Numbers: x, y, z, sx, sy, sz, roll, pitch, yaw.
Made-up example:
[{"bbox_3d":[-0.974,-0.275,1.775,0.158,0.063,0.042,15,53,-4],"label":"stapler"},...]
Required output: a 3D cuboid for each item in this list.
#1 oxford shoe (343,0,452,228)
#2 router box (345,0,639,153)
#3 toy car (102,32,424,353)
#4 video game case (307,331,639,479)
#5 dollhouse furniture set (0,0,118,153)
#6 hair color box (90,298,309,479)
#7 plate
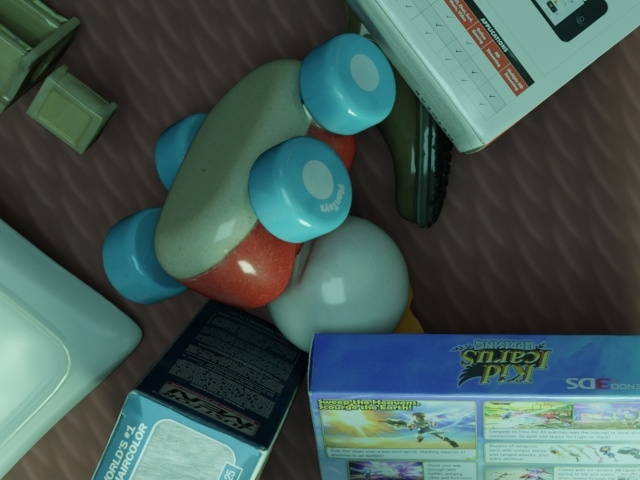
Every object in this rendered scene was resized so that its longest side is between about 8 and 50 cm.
[{"bbox_3d":[0.054,-0.119,1.473,0.096,0.083,0.227,-8,88,14],"label":"oxford shoe"},{"bbox_3d":[0.131,-0.287,1.393,0.301,0.082,0.335,-37,93,-7],"label":"router box"},{"bbox_3d":[0.000,0.000,1.433,0.238,0.210,0.219,43,139,-24],"label":"toy car"},{"bbox_3d":[0.134,0.161,1.435,0.269,0.244,0.061,0,54,6],"label":"video game case"},{"bbox_3d":[-0.263,-0.120,1.514,0.182,0.101,0.161,37,125,-1],"label":"dollhouse furniture set"},{"bbox_3d":[-0.098,0.167,1.389,0.105,0.347,0.174,25,100,2],"label":"hair color box"},{"bbox_3d":[-0.333,0.098,1.509,0.278,0.045,0.277,-44,114,11],"label":"plate"}]
